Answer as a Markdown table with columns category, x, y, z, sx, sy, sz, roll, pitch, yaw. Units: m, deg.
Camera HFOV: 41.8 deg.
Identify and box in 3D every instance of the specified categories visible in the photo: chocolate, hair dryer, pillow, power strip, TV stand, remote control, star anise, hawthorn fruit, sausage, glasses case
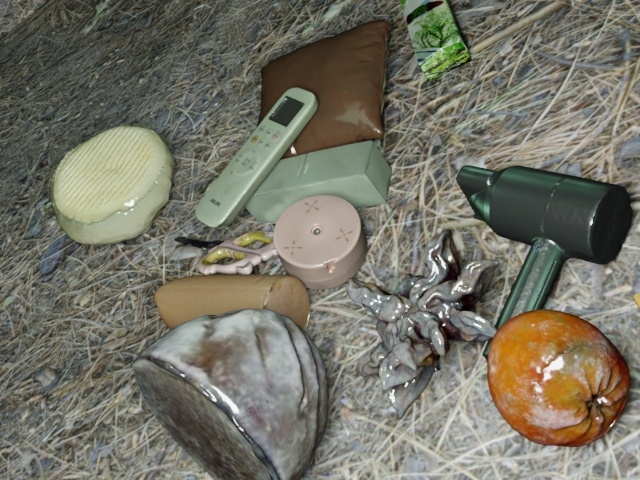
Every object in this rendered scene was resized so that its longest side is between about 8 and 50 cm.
| category | x | y | z | sx | sy | sz | roll | pitch | yaw |
| --- | --- | --- | --- | --- | --- | --- | --- | --- | --- |
| chocolate | -0.098 | 0.215 | 1.212 | 0.303 | 0.303 | 0.213 | 17 | 49 | 42 |
| hair dryer | 0.271 | 0.034 | 1.207 | 0.244 | 0.116 | 0.302 | 17 | 74 | 45 |
| pillow | -0.004 | -0.274 | 1.635 | 0.306 | 0.108 | 0.307 | -15 | 50 | 27 |
| power strip | 0.000 | 0.000 | 1.407 | 0.154 | 0.078 | 0.154 | -7 | 55 | 11 |
| TV stand | -0.013 | -0.103 | 1.518 | 0.270 | 0.088 | 0.082 | -9 | 52 | 29 |
| remote control | -0.114 | -0.149 | 1.528 | 0.090 | 0.038 | 0.309 | 31 | 81 | 44 |
| star anise | 0.140 | 0.114 | 1.184 | 0.283 | 0.129 | 0.212 | -36 | 44 | 28 |
| hawthorn fruit | 0.285 | 0.167 | 1.036 | 0.173 | 0.173 | 0.172 | -19 | 47 | 22 |
| sausage | -0.152 | 0.116 | 1.412 | 0.253 | 0.123 | 0.123 | 0 | 57 | 35 |
| glasses case | 0.216 | -0.431 | 1.643 | 0.095 | 0.062 | 0.272 | -24 | 45 | 16 |

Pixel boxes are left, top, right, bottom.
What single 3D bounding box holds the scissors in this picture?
| category | x | y | z | sx | sy | sz | roll | pitch | yaw |
| --- | --- | --- | --- | --- | --- | --- | --- | --- | --- |
| scissors | -0.188 | 0.015 | 1.563 | 0.160 | 0.024 | 0.318 | -31 | 25 | -31 |

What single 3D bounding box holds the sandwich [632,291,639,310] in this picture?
| category | x | y | z | sx | sy | sz | roll | pitch | yaw |
| --- | --- | --- | --- | --- | --- | --- | --- | --- | --- |
| sandwich | 0.504 | 0.085 | 0.985 | 0.220 | 0.108 | 0.186 | -28 | 45 | 16 |

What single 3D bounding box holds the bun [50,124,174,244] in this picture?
| category | x | y | z | sx | sy | sz | roll | pitch | yaw |
| --- | --- | --- | --- | --- | --- | --- | --- | --- | --- |
| bun | -0.428 | -0.109 | 1.775 | 0.288 | 0.146 | 0.287 | -8 | 55 | 12 |
